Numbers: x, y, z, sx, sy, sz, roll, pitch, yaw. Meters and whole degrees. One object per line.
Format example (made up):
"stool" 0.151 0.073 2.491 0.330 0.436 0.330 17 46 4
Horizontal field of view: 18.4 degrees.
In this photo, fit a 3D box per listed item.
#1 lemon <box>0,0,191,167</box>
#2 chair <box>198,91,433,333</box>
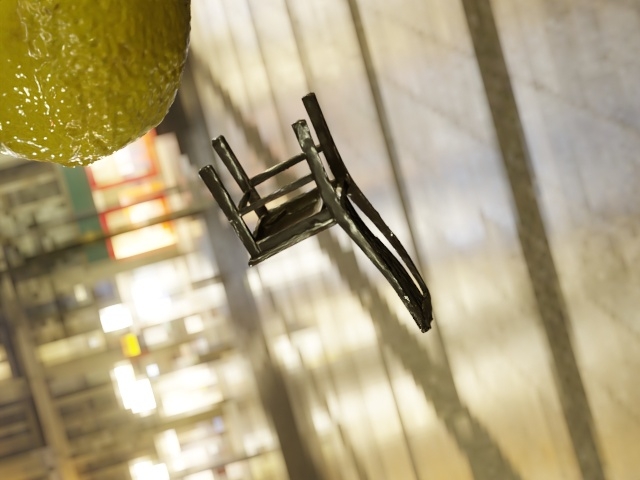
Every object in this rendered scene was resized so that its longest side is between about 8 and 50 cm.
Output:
"lemon" -0.251 -0.219 1.828 0.268 0.268 0.322 -118 10 -70
"chair" 0.000 0.000 1.596 0.212 0.101 0.084 60 -163 -17
